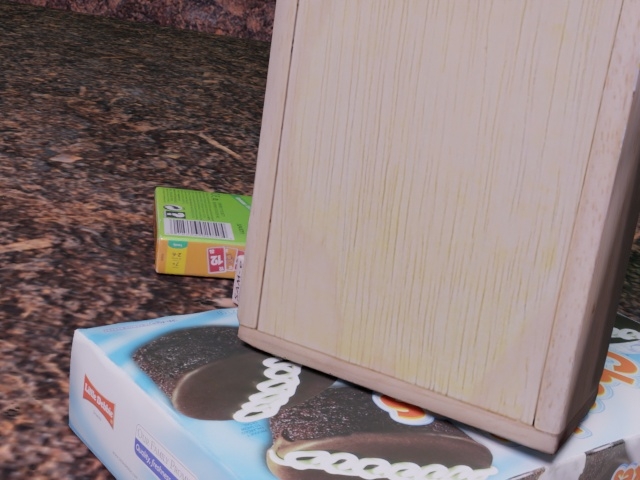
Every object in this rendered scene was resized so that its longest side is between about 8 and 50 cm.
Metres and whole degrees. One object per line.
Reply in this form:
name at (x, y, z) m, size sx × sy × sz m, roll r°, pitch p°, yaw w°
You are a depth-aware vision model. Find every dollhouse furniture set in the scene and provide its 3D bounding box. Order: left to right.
dollhouse furniture set at (0.138, -0.089, 0.541) m, size 0.362 × 0.256 × 0.394 m, roll 17°, pitch 18°, yaw 27°

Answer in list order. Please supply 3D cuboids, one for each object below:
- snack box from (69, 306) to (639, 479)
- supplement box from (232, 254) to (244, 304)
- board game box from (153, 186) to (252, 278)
snack box at (0.062, 0.084, 0.484) m, size 0.322 × 0.060 × 0.187 m, roll -6°, pitch 23°, yaw -39°
supplement box at (-0.005, 0.040, 0.625) m, size 0.062 × 0.036 × 0.098 m, roll -5°, pitch 23°, yaw -37°
board game box at (0.000, 0.000, 0.753) m, size 0.260 × 0.039 × 0.124 m, roll 3°, pitch 20°, yaw -12°
